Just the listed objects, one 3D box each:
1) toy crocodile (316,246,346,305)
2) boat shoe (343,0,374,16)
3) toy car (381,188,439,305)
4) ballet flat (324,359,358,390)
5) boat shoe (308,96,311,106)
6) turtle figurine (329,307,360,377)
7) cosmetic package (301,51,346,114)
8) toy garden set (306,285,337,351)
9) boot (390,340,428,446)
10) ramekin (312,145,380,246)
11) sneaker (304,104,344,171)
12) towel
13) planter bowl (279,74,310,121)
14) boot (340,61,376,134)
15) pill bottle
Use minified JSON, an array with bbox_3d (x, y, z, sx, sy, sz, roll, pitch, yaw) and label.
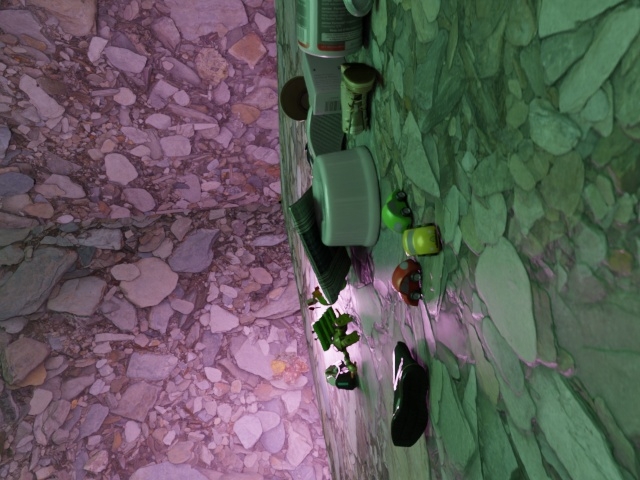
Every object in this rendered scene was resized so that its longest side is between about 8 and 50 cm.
[{"bbox_3d":[0.032,0.075,1.849,0.115,0.105,0.340,-113,19,-62],"label":"toy crocodile"},{"bbox_3d":[0.087,-0.576,1.060,0.081,0.079,0.227,-100,11,-54],"label":"boat shoe"},{"bbox_3d":[0.165,-0.008,1.050,0.239,0.053,0.224,95,166,-53],"label":"toy car"},{"bbox_3d":[0.068,0.508,1.961,0.280,0.096,0.095,135,128,-80],"label":"ballet flat"},{"bbox_3d":[0.013,-0.459,1.763,0.072,0.068,0.189,113,142,-49],"label":"boat shoe"},{"bbox_3d":[0.075,0.334,1.811,0.217,0.087,0.269,98,164,-60],"label":"turtle figurine"},{"bbox_3d":[0.019,-0.470,1.495,0.085,0.118,0.231,97,163,-55],"label":"cosmetic package"},{"bbox_3d":[-0.004,0.287,1.931,0.203,0.049,0.244,66,-164,-1],"label":"toy garden set"},{"bbox_3d":[0.187,0.336,1.142,0.137,0.077,0.197,-107,26,-72],"label":"boot"},{"bbox_3d":[0.061,-0.113,1.401,0.277,0.135,0.277,174,90,-81],"label":"ramekin"},{"bbox_3d":[0.010,-0.311,1.635,0.127,0.126,0.320,-122,25,-59],"label":"sneaker"},{"bbox_3d":[0.000,0.000,1.567,0.312,0.056,0.324,66,-163,-11],"label":"towel"},{"bbox_3d":[-0.056,-0.518,1.908,0.109,0.162,0.161,-27,-67,-71],"label":"planter bowl"},{"bbox_3d":[0.088,-0.335,1.254,0.213,0.077,0.165,-101,9,-62],"label":"boot"},{"bbox_3d":[0.025,-0.589,1.195,0.161,0.161,0.283,-106,13,-49],"label":"pill bottle"}]
